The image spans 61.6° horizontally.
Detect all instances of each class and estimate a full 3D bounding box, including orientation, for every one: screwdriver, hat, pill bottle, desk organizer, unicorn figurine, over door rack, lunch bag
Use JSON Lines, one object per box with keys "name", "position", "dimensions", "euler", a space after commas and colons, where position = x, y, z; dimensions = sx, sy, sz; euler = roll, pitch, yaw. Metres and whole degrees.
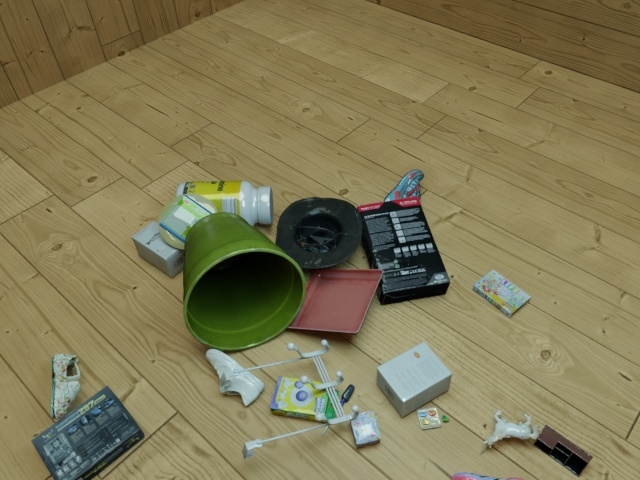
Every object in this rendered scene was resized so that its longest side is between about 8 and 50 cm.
{"name": "screwdriver", "position": [0.052, 0.477, 1.511], "dimensions": [0.025, 0.024, 0.170], "euler": [-2, 41, 41]}
{"name": "hat", "position": [0.000, 0.000, 1.886], "dimensions": [0.332, 0.133, 0.331], "euler": [-4, 50, 5]}
{"name": "pill bottle", "position": [-0.346, -0.126, 1.974], "dimensions": [0.334, 0.187, 0.187], "euler": [-1, 47, 0]}
{"name": "desk organizer", "position": [0.634, 0.551, 1.408], "dimensions": [0.130, 0.047, 0.050], "euler": [33, 58, 29]}
{"name": "unicorn figurine", "position": [0.502, 0.506, 1.436], "dimensions": [0.162, 0.060, 0.111], "euler": [-12, 18, 22]}
{"name": "over door rack", "position": [-0.086, 0.409, 1.445], "dimensions": [0.325, 0.108, 0.239], "euler": [-14, 50, -16]}
{"name": "lunch bag", "position": [0.121, 0.510, 1.457], "dimensions": [0.071, 0.053, 0.083], "euler": [-12, 57, -7]}

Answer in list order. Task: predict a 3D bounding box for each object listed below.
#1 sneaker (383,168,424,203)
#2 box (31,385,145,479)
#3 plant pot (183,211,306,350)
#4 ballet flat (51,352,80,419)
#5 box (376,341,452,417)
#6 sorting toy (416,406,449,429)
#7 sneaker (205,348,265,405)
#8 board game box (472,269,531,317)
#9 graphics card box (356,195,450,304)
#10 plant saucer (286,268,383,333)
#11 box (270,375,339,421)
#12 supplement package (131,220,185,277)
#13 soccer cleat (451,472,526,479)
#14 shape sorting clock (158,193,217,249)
{"name": "sneaker", "position": [0.340, -0.165, 2.071], "dimensions": [0.125, 0.104, 0.262], "euler": [35, 62, 12]}
{"name": "box", "position": [-0.626, 0.534, 1.450], "dimensions": [0.233, 0.059, 0.183], "euler": [-36, 56, -27]}
{"name": "plant pot", "position": [-0.277, 0.090, 1.692], "dimensions": [0.367, 0.366, 0.353], "euler": [-18, 37, -14]}
{"name": "ballet flat", "position": [-0.729, 0.405, 1.538], "dimensions": [0.077, 0.091, 0.241], "euler": [-6, 34, -22]}
{"name": "box", "position": [0.265, 0.394, 1.531], "dimensions": [0.171, 0.091, 0.130], "euler": [-23, 47, -19]}
{"name": "sorting toy", "position": [0.315, 0.490, 1.495], "dimensions": [0.083, 0.012, 0.062], "euler": [-8, 47, -5]}
{"name": "sneaker", "position": [-0.270, 0.398, 1.563], "dimensions": [0.212, 0.080, 0.094], "euler": [29, 66, 24]}
{"name": "board game box", "position": [0.597, 0.174, 1.775], "dimensions": [0.103, 0.026, 0.154], "euler": [-32, 54, -26]}
{"name": "graphics card box", "position": [0.275, 0.028, 1.845], "dimensions": [0.233, 0.094, 0.370], "euler": [-9, 55, -7]}
{"name": "plant saucer", "position": [0.053, 0.197, 1.707], "dimensions": [0.259, 0.047, 0.258], "euler": [-2, 42, 32]}
{"name": "box", "position": [-0.042, 0.450, 1.520], "dimensions": [0.179, 0.043, 0.105], "euler": [6, 47, 9]}
{"name": "supplement package", "position": [-0.555, 0.030, 1.890], "dimensions": [0.179, 0.105, 0.105], "euler": [28, 54, 25]}
{"name": "soccer cleat", "position": [0.451, 0.623, 1.336], "dimensions": [0.248, 0.082, 0.095], "euler": [9, 18, 16]}
{"name": "shape sorting clock", "position": [-0.452, -0.065, 1.846], "dimensions": [0.206, 0.040, 0.206], "euler": [0, 75, 0]}
